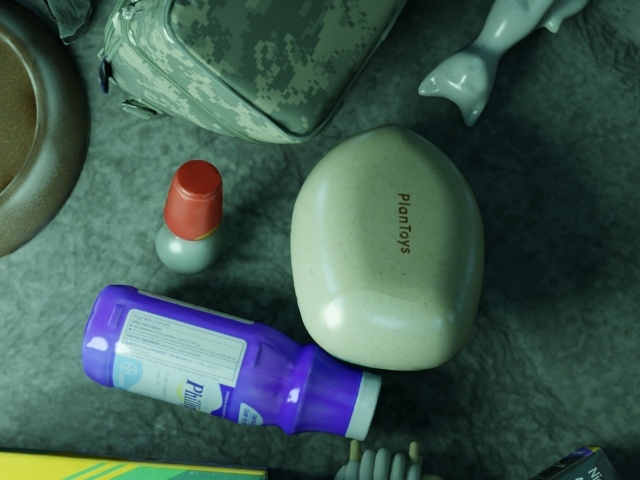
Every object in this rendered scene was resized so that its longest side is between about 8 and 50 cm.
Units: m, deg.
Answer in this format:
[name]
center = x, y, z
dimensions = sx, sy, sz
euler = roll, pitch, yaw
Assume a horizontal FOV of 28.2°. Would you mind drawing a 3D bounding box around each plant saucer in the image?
[plant saucer]
center = -0.395, -0.121, 1.295
dimensions = 0.311, 0.050, 0.310
euler = 0, 81, -1

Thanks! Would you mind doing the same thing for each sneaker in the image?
[sneaker]
center = -0.280, -0.294, 1.324
dimensions = 0.089, 0.051, 0.170
euler = -37, 87, -12

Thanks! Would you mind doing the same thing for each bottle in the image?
[bottle]
center = -0.084, 0.124, 1.229
dimensions = 0.283, 0.118, 0.092
euler = 16, 66, 0

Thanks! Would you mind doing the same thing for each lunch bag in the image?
[lunch bag]
center = -0.068, -0.248, 1.230
dimensions = 0.213, 0.256, 0.305
euler = 34, 79, -25

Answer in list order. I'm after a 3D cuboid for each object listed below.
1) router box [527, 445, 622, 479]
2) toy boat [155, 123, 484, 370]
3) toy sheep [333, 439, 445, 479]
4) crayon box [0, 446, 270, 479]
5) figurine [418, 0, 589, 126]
[router box]
center = 0.241, 0.389, 1.216
dimensions = 0.243, 0.081, 0.308
euler = -31, 83, -7
[toy boat]
center = 0.000, 0.000, 1.243
dimensions = 0.318, 0.148, 0.267
euler = 10, 57, -4
[toy sheep]
center = 0.057, 0.241, 1.235
dimensions = 0.132, 0.091, 0.091
euler = -1, 81, 12
[crayon box]
center = -0.210, 0.236, 1.164
dimensions = 0.323, 0.203, 0.083
euler = 5, 81, -1
[figurine]
center = 0.142, -0.252, 1.323
dimensions = 0.215, 0.092, 0.209
euler = 40, 89, 4
